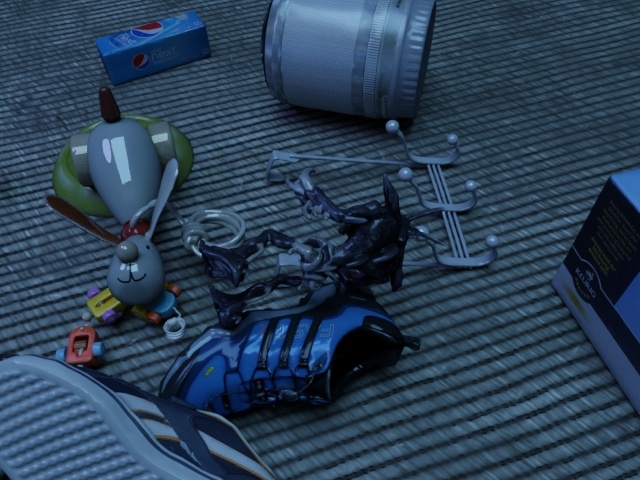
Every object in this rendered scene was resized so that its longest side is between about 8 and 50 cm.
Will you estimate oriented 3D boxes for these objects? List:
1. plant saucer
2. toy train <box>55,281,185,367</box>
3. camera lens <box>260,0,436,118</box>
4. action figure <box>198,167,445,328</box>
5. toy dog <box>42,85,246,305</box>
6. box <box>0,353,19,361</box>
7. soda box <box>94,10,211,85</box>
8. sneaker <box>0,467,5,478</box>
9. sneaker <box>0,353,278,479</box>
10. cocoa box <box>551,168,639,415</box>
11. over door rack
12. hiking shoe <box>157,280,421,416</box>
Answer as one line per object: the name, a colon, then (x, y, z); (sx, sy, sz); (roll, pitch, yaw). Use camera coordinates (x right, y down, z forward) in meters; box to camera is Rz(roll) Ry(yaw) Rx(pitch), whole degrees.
plant saucer: (-0.340, -0.142, 0.965); (0.240, 0.037, 0.241); (0, 52, 0)
toy train: (-0.259, 0.116, 0.755); (0.166, 0.046, 0.125); (-13, 53, -5)
camera lens: (0.048, -0.334, 0.991); (0.274, 0.219, 0.219); (12, 53, 11)
action figure: (0.000, 0.000, 0.660); (0.275, 0.164, 0.141); (-17, 38, -14)
toy dog: (-0.268, -0.087, 0.786); (0.220, 0.161, 0.333); (-31, 54, -22)
box: (-0.409, 0.176, 0.697); (0.083, 0.062, 0.052); (0, 50, 2)
soda box: (-0.333, -0.388, 1.137); (0.210, 0.071, 0.067); (-24, 55, -17)
sneaker: (-0.463, 0.245, 0.632); (0.228, 0.086, 0.132); (9, 55, 7)
sneaker: (-0.180, 0.217, 0.567); (0.321, 0.127, 0.126); (34, 97, 3)
cocoa box: (0.477, 0.092, 0.635); (0.231, 0.228, 0.347); (-14, 52, -9)
over door rack: (0.080, -0.063, 0.848); (0.324, 0.108, 0.240); (-5, 51, -2)
hiking shoe: (-0.042, 0.143, 0.663); (0.304, 0.113, 0.132); (-26, 34, -18)
